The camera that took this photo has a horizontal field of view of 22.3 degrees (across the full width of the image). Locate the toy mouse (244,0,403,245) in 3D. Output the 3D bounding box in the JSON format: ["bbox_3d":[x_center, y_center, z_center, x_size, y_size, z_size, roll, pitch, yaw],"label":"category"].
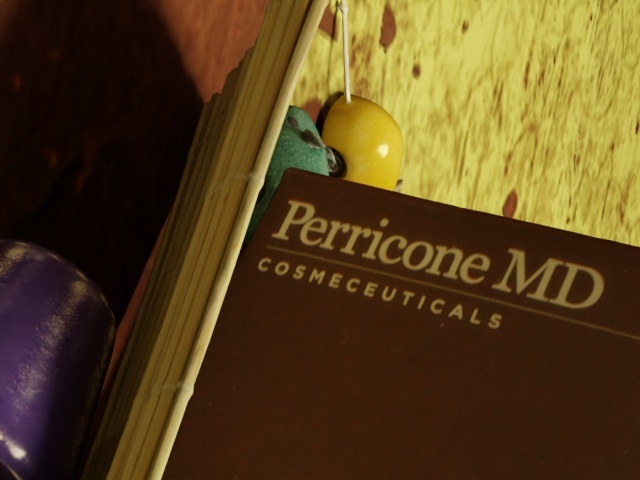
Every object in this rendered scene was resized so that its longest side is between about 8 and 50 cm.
[{"bbox_3d":[0.000,0.000,0.688,0.143,0.031,0.161,-48,139,-48],"label":"toy mouse"}]

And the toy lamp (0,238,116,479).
[{"bbox_3d":[-0.136,0.112,0.403,0.275,0.080,0.080,-61,147,-35],"label":"toy lamp"}]

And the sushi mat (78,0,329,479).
[{"bbox_3d":[-0.059,0.060,0.490,0.151,0.019,0.317,127,-18,-63],"label":"sushi mat"}]

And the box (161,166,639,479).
[{"bbox_3d":[0.009,0.179,0.548,0.381,0.191,0.143,-64,149,-23],"label":"box"}]
